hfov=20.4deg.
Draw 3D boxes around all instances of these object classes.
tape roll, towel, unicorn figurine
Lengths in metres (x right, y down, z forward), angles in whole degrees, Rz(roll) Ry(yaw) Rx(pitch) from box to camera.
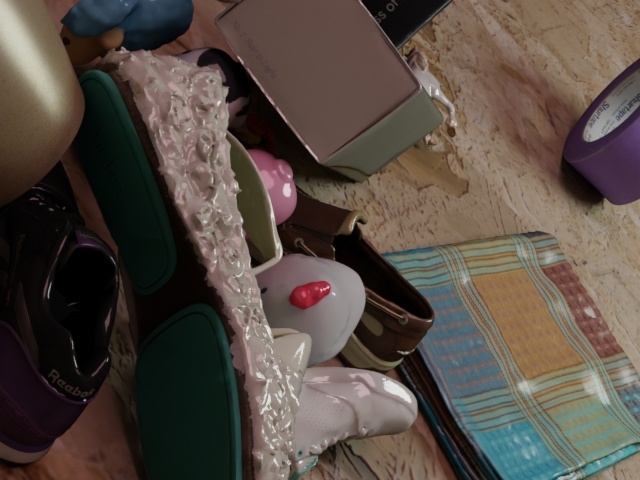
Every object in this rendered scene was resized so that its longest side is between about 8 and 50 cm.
[{"bbox_3d":[0.379,-0.136,2.084,0.080,0.189,0.189,41,33,-13],"label":"tape roll"},{"bbox_3d":[0.198,0.114,1.748,0.370,0.040,0.271,-9,65,-54],"label":"towel"},{"bbox_3d":[0.096,-0.152,1.871,0.162,0.060,0.111,-4,73,-65],"label":"unicorn figurine"}]

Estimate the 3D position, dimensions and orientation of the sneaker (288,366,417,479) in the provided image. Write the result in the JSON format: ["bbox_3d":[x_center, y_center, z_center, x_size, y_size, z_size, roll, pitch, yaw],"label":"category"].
[{"bbox_3d":[-0.010,0.150,1.437,0.212,0.080,0.094,14,58,-34],"label":"sneaker"}]

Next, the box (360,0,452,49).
[{"bbox_3d":[0.067,-0.516,1.820,0.472,0.480,0.297,45,31,-9],"label":"box"}]

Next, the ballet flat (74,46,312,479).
[{"bbox_3d":[-0.074,0.042,1.325,0.147,0.147,0.409,1,70,-50],"label":"ballet flat"}]

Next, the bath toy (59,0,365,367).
[{"bbox_3d":[-0.090,-0.048,1.473,0.348,0.151,0.129,58,-5,6],"label":"bath toy"}]

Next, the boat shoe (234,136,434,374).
[{"bbox_3d":[0.003,-0.003,1.574,0.257,0.095,0.095,47,32,-4],"label":"boat shoe"}]

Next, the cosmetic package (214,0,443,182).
[{"bbox_3d":[0.017,-0.151,1.613,0.160,0.113,0.309,54,6,6],"label":"cosmetic package"}]

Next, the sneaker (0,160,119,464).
[{"bbox_3d":[-0.187,0.019,1.292,0.107,0.124,0.283,26,39,-34],"label":"sneaker"}]

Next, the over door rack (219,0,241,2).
[{"bbox_3d":[-0.199,-0.325,1.524,0.239,0.108,0.324,25,5,-32],"label":"over door rack"}]

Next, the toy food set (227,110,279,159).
[{"bbox_3d":[-0.068,-0.093,1.650,0.082,0.020,0.083,35,35,-22],"label":"toy food set"}]

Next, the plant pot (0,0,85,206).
[{"bbox_3d":[-0.300,-0.150,1.252,0.274,0.256,0.256,48,28,-34],"label":"plant pot"}]
